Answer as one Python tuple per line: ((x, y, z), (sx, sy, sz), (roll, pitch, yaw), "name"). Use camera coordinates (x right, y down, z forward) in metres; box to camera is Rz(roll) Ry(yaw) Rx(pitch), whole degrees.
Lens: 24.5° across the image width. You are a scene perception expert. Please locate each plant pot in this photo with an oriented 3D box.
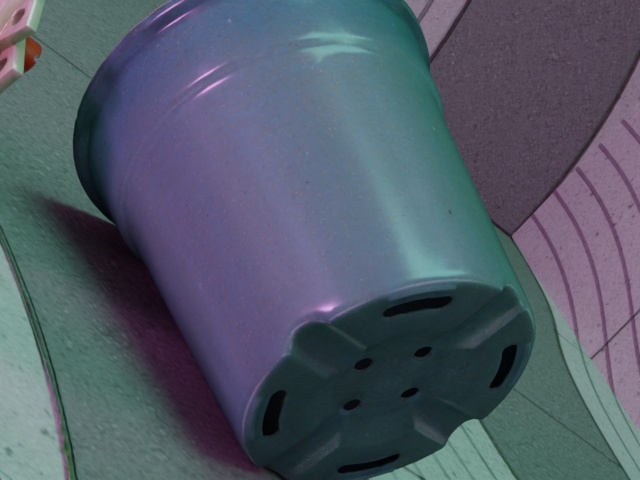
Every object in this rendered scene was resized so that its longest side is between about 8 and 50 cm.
((0.000, 0.000, 1.244), (0.341, 0.341, 0.334), (28, 26, -47), "plant pot")

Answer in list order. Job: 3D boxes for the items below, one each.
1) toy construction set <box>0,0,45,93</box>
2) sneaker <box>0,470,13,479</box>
((-0.361, -0.168, 1.098), (0.327, 0.151, 0.215), (21, 22, -32), "toy construction set")
((-0.232, 0.107, 0.707), (0.235, 0.090, 0.095), (33, 7, -41), "sneaker")
